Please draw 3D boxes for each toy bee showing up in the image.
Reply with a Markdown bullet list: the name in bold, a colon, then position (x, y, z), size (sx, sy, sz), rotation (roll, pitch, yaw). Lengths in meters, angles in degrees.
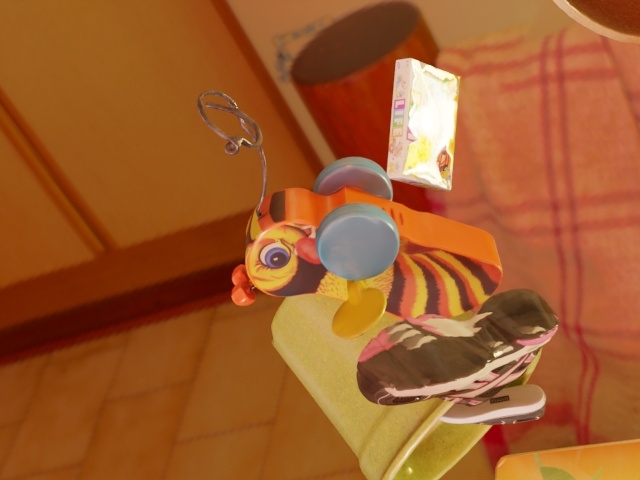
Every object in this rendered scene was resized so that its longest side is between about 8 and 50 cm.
- **toy bee**: position (0.000, 0.000, 1.074), size (0.162, 0.298, 0.195), rotation (-53, 1, 29)

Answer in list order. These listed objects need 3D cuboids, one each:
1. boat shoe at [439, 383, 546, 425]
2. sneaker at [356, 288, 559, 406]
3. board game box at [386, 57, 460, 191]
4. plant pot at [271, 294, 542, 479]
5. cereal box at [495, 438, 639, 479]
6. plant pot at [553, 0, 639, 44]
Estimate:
- **boat shoe**: position (0.211, 0.212, 1.520), size (0.142, 0.040, 0.049), rotation (-7, 42, 11)
- **sneaker**: position (0.107, 0.101, 0.937), size (0.178, 0.077, 0.072), rotation (-11, 42, -28)
- **board game box**: position (0.133, -0.147, 1.572), size (0.026, 0.103, 0.154), rotation (-1, 82, 44)
- **plant pot**: position (0.084, 0.145, 1.496), size (0.276, 0.276, 0.254), rotation (-42, 67, -15)
- **cereal box**: position (0.143, 0.188, 0.428), size (0.173, 0.047, 0.240), rotation (-14, 60, 36)
- **plant pot**: position (0.181, -0.282, 0.721), size (0.237, 0.237, 0.254), rotation (-28, 43, 5)
